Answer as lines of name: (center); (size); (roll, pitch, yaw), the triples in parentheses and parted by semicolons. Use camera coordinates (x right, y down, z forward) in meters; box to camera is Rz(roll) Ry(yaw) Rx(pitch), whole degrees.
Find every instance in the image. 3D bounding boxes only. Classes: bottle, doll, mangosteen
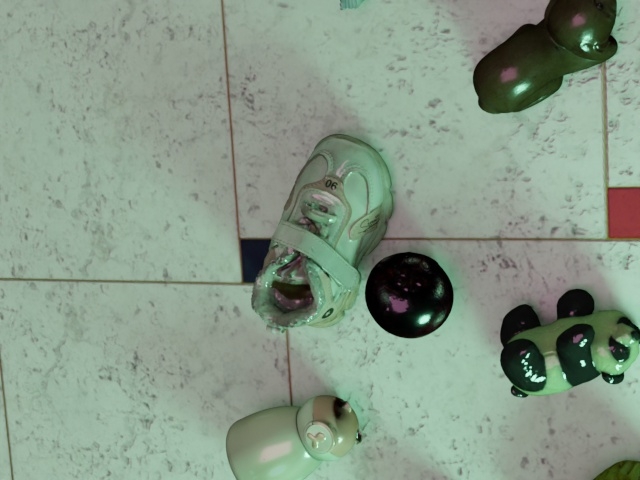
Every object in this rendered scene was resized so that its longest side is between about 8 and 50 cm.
bottle: (-0.036, 0.352, 1.985); (0.236, 0.147, 0.147); (-26, 88, 22)
doll: (0.391, 0.168, 1.779); (0.234, 0.143, 0.135); (-22, 114, 24)
mangosteen: (0.146, 0.095, 1.871); (0.152, 0.152, 0.152); (4, 101, 23)

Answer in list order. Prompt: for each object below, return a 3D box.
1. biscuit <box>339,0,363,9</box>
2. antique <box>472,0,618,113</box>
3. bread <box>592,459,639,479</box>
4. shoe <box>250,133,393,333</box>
biscuit: (0.163, -0.490, 1.788); (0.309, 0.079, 0.186); (-7, 94, 25)
antique: (0.343, -0.291, 1.711); (0.257, 0.143, 0.121); (-33, 84, 23)
bread: (0.494, 0.485, 1.782); (0.227, 0.142, 0.253); (36, 114, 13)
shoe: (0.003, 0.000, 1.877); (0.172, 0.198, 0.351); (16, 106, 19)
